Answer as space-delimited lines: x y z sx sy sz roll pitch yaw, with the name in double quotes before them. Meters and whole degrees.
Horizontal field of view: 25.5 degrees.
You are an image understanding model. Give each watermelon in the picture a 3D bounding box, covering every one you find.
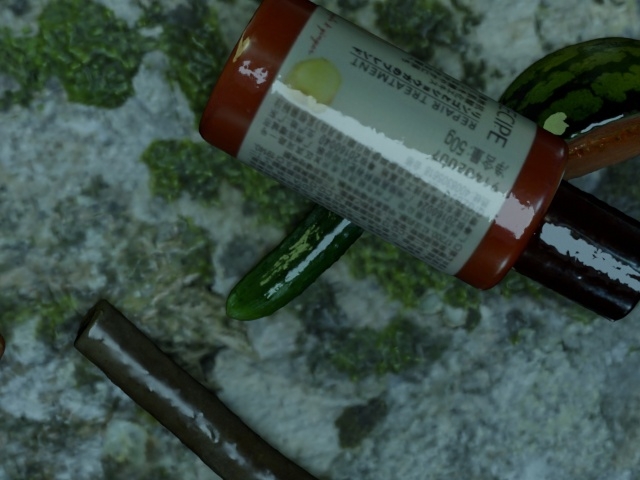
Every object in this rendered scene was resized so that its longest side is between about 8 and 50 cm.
"watermelon" 0.179 -0.079 0.893 0.163 0.069 0.087 -21 105 -1

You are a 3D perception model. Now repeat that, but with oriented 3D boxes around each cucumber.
"cucumber" 0.000 0.000 0.901 0.155 0.037 0.037 -45 106 4

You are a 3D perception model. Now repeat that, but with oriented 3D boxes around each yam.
"yam" -0.030 0.156 0.931 0.327 0.045 0.045 42 72 -16

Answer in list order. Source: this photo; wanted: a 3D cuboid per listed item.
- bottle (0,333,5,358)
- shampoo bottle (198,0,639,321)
"bottle" -0.262 0.130 0.875 0.069 0.069 0.187 25 100 -14
"shampoo bottle" 0.072 -0.041 0.838 0.278 0.104 0.104 29 98 -2
